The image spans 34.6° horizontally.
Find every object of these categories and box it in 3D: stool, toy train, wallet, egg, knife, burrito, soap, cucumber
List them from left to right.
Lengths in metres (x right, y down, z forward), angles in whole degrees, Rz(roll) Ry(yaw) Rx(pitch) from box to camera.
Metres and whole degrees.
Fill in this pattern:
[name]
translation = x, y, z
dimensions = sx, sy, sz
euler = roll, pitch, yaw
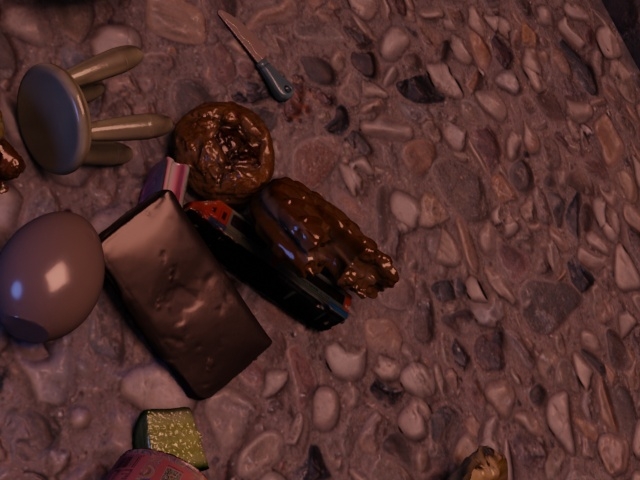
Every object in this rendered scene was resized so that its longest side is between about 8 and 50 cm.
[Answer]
[egg]
translation = -0.446, 0.054, 1.699
dimensions = 0.176, 0.176, 0.232
euler = 31, 47, -26
[stool]
translation = -0.409, -0.233, 1.838
dimensions = 0.198, 0.195, 0.195
euler = -23, 88, -45
[soap]
translation = -0.299, -0.069, 1.922
dimensions = 0.056, 0.100, 0.149
euler = 22, 60, -29
[cucumber]
translation = -0.265, 0.356, 1.801
dimensions = 0.115, 0.062, 0.116
euler = 4, 62, -40
[wallet]
translation = -0.250, 0.109, 1.871
dimensions = 0.197, 0.051, 0.377
euler = -40, 108, -23
[knife]
translation = -0.139, -0.410, 2.252
dimensions = 0.058, 0.032, 0.244
euler = -38, 93, -40
[toy train]
translation = -0.115, 0.039, 2.040
dimensions = 0.409, 0.086, 0.089
euler = 37, 46, -22
[burrito]
translation = 0.292, 0.577, 2.121
dimensions = 0.332, 0.135, 0.190
euler = -46, 112, -44

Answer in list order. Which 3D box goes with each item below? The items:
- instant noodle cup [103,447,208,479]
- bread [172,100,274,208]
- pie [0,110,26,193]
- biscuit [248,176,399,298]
[instant noodle cup]
translation = -0.292, 0.478, 1.625
dimensions = 0.243, 0.243, 0.231
euler = 45, 42, -16
[bread]
translation = -0.182, -0.176, 2.051
dimensions = 0.230, 0.123, 0.230
euler = 18, 62, -37
[pie]
translation = -0.643, -0.185, 1.686
dimensions = 0.257, 0.105, 0.274
euler = -21, 85, -32
[biscuit]
translation = -0.006, -0.009, 2.045
dimensions = 0.268, 0.115, 0.366
euler = 48, 12, 30
